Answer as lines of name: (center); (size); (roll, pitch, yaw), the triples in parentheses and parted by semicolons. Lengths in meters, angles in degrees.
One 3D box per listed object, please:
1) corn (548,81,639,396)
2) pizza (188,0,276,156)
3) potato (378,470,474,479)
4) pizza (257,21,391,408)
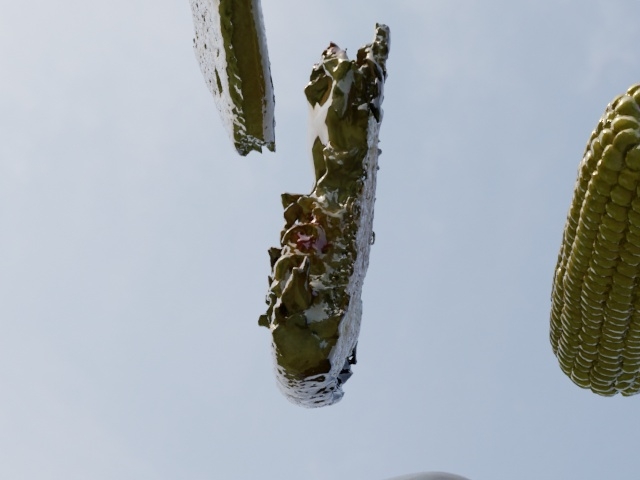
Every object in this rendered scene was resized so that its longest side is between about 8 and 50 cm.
corn: (0.187, 0.006, 1.025); (0.093, 0.093, 0.244); (35, -30, 21)
pizza: (-0.059, -0.140, 1.067); (0.262, 0.034, 0.181); (-161, -121, -81)
potato: (0.060, 0.216, 1.229); (0.147, 0.112, 0.112); (-7, -67, 8)
pizza: (0.000, 0.000, 1.247); (0.074, 0.251, 0.288); (6, -73, 3)
